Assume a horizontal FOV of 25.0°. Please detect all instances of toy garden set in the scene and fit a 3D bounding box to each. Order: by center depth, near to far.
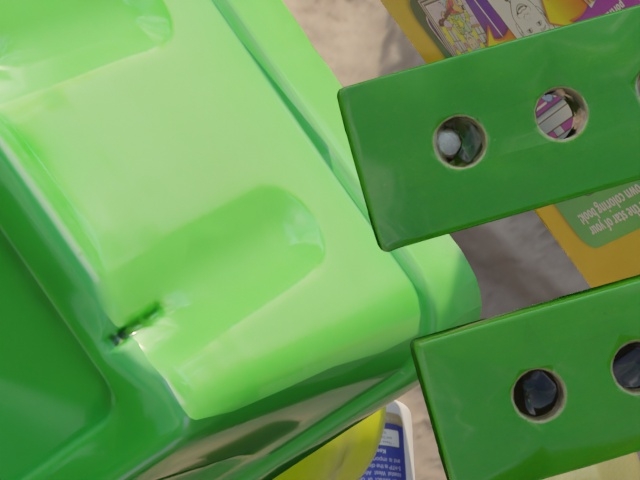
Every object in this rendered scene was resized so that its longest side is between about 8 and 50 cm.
[{"bbox_3d":[0.097,-0.078,0.387,0.203,0.049,0.244,-16,92,-1],"label":"toy garden set"}]

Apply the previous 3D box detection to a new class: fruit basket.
[{"bbox_3d":[-0.113,0.041,0.638,0.392,0.392,0.283,-34,88,-25],"label":"fruit basket"}]

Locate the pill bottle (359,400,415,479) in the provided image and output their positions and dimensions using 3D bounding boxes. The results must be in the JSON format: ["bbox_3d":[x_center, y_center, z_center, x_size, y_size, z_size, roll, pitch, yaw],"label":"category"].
[{"bbox_3d":[0.020,0.219,1.082,0.112,0.112,0.187,4,68,-17],"label":"pill bottle"}]

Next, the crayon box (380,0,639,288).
[{"bbox_3d":[0.194,-0.141,0.924,0.106,0.363,0.313,-37,89,-17],"label":"crayon box"}]

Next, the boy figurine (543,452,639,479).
[{"bbox_3d":[0.088,0.202,0.631,0.092,0.177,0.285,-4,92,-45],"label":"boy figurine"}]
